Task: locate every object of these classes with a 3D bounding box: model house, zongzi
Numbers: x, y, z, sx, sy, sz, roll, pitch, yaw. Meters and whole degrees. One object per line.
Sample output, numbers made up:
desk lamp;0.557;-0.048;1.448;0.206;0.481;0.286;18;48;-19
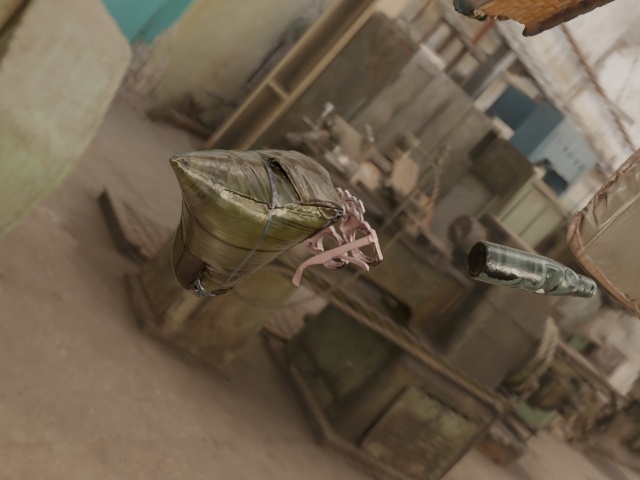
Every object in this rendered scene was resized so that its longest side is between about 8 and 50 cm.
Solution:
model house;0.257;-0.327;1.156;0.172;0.166;0.183;11;70;-39
zongzi;-0.160;-0.030;1.397;0.300;0.286;0.138;7;57;-51

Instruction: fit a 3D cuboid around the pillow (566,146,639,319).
pillow;0.419;-0.040;1.236;0.173;0.270;0.067;43;-4;20

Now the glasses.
glasses;0.002;-0.008;1.869;0.255;0.095;0.162;-11;-74;52

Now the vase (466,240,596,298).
vase;0.319;0.051;1.568;0.211;0.060;0.060;15;21;-22
